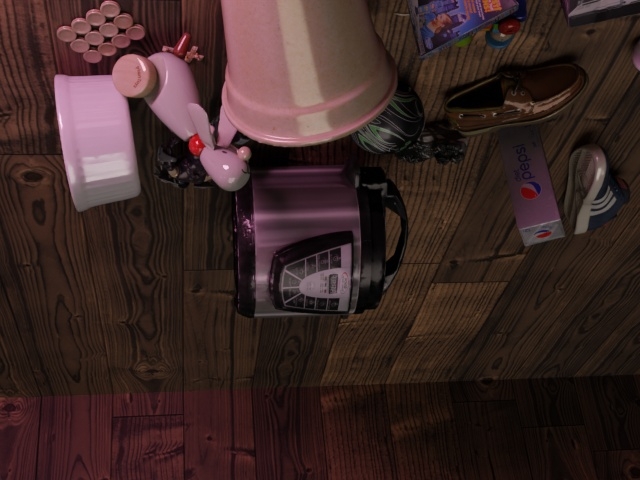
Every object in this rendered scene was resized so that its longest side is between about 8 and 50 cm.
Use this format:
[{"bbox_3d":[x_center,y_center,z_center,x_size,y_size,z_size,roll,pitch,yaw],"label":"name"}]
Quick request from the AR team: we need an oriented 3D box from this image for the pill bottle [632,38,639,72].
[{"bbox_3d":[0.745,-0.362,1.943,0.103,0.103,0.184,-26,144,29],"label":"pill bottle"}]

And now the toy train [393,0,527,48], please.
[{"bbox_3d":[0.268,-0.426,1.779,0.248,0.105,0.143,-3,166,5],"label":"toy train"}]

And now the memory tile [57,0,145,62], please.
[{"bbox_3d":[-0.422,-0.401,1.761,0.148,0.012,0.113,-22,146,23],"label":"memory tile"}]

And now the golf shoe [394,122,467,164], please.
[{"bbox_3d":[0.246,-0.228,2.109,0.198,0.094,0.077,11,140,22],"label":"golf shoe"}]

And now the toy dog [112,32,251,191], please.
[{"bbox_3d":[-0.232,-0.266,1.758,0.334,0.220,0.161,41,111,-8],"label":"toy dog"}]

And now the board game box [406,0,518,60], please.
[{"bbox_3d":[0.254,-0.448,1.666,0.194,0.194,0.060,-13,-178,9],"label":"board game box"}]

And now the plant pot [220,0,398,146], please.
[{"bbox_3d":[-0.045,-0.388,1.597,0.334,0.334,0.305,-9,138,4],"label":"plant pot"}]

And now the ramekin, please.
[{"bbox_3d":[-0.445,-0.203,1.843,0.135,0.277,0.277,-8,150,-10],"label":"ramekin"}]

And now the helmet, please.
[{"bbox_3d":[0.126,-0.268,1.950,0.161,0.169,0.169,-1,153,-42],"label":"helmet"}]

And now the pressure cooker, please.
[{"bbox_3d":[-0.001,-0.005,2.160,0.420,0.375,0.370,-1,168,-8],"label":"pressure cooker"}]

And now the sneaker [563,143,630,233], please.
[{"bbox_3d":[0.710,-0.143,2.293,0.148,0.131,0.350,-14,154,0],"label":"sneaker"}]

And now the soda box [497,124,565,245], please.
[{"bbox_3d":[0.479,-0.137,2.089,0.098,0.286,0.091,-15,149,15],"label":"soda box"}]

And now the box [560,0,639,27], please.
[{"bbox_3d":[0.562,-0.537,1.647,0.242,0.076,0.307,-10,149,7],"label":"box"}]

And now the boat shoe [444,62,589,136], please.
[{"bbox_3d":[0.418,-0.310,1.964,0.307,0.110,0.104,-21,147,23],"label":"boat shoe"}]

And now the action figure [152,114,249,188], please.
[{"bbox_3d":[-0.256,-0.196,2.026,0.185,0.099,0.285,-8,160,-49],"label":"action figure"}]

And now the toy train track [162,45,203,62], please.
[{"bbox_3d":[-0.276,-0.373,1.831,0.083,0.014,0.048,10,145,-24],"label":"toy train track"}]
